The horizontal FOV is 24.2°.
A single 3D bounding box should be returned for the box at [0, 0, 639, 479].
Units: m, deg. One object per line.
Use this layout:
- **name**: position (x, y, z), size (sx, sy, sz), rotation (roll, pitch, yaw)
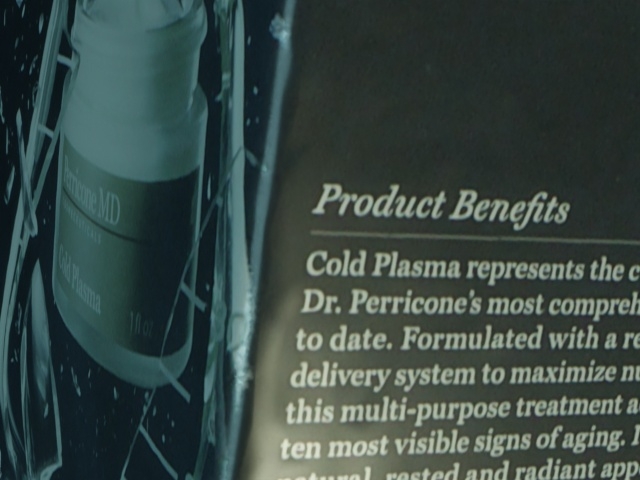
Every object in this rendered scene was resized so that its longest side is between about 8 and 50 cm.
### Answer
- **box**: position (0.000, 0.000, 0.776), size (0.480, 0.297, 0.471), rotation (34, 118, 61)
